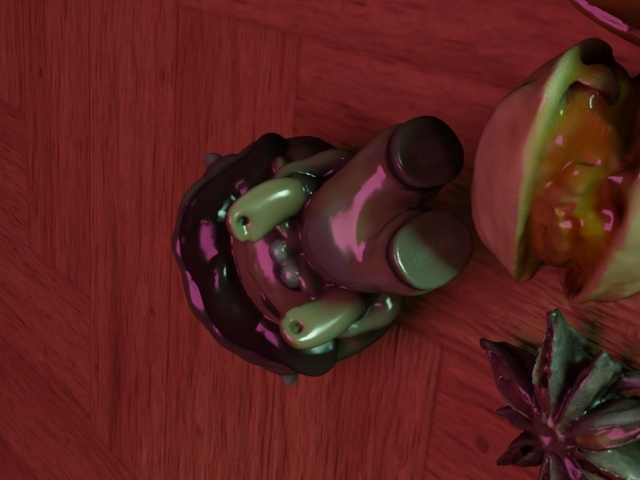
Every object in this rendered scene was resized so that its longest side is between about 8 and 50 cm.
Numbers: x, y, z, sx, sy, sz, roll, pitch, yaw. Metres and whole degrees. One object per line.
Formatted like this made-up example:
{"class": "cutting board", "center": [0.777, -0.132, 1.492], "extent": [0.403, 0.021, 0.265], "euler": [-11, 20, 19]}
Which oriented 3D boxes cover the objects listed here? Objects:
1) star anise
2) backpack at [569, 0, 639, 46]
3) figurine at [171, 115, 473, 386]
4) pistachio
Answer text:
{"class": "star anise", "center": [0.196, 0.146, 0.713], "extent": [0.195, 0.065, 0.182], "euler": [49, 138, 27]}
{"class": "backpack", "center": [0.242, -0.238, 0.447], "extent": [0.378, 0.201, 0.354], "euler": [8, 103, 51]}
{"class": "figurine", "center": [0.000, 0.000, 0.782], "extent": [0.248, 0.203, 0.380], "euler": [67, 155, 0]}
{"class": "pistachio", "center": [0.175, -0.042, 0.578], "extent": [0.157, 0.157, 0.229], "euler": [62, -178, 20]}
